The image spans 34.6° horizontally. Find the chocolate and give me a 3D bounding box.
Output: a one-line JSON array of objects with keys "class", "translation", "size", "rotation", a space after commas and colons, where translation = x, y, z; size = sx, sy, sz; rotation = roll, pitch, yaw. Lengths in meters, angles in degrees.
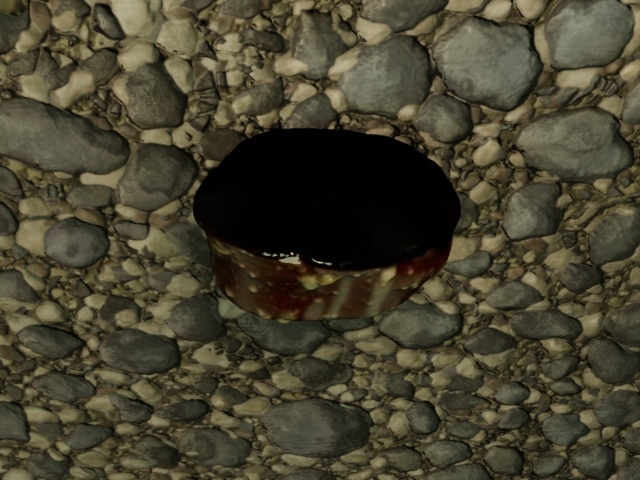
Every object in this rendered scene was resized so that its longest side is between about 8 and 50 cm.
[{"class": "chocolate", "translation": [0.000, 0.000, 1.362], "size": [0.340, 0.225, 0.210], "rotation": [0, 142, -8]}]

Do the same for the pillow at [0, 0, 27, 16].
[{"class": "pillow", "translation": [-0.416, -0.334, 1.117], "size": [0.241, 0.051, 0.093], "rotation": [31, 119, -27]}]
